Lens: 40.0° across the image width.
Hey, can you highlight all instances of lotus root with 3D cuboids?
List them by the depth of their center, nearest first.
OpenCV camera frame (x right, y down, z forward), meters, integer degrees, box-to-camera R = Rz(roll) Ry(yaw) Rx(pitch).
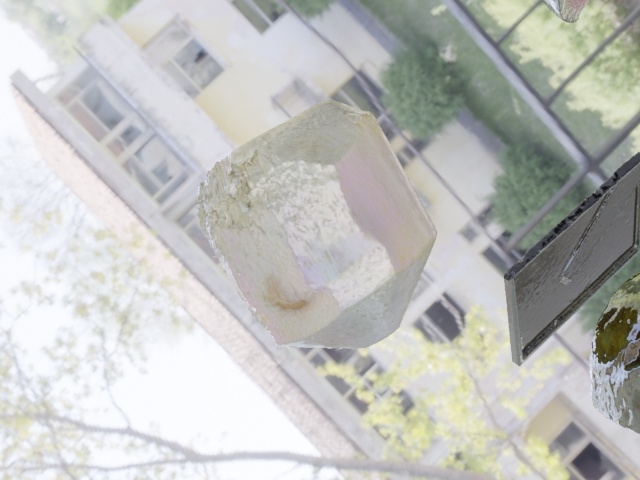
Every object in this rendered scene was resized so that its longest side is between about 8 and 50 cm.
[{"bbox_3d":[0.357,0.082,0.792,0.119,0.235,0.138,153,94,-86],"label":"lotus root"}]

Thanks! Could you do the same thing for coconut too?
[{"bbox_3d":[0.000,0.000,1.168,0.309,0.297,0.297,59,176,0],"label":"coconut"}]

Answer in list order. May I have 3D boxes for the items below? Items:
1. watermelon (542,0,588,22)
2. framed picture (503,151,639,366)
[{"bbox_3d":[0.273,-0.339,1.018,0.137,0.145,0.193,-3,113,47],"label":"watermelon"},{"bbox_3d":[0.336,0.025,1.141,0.018,0.265,0.192,37,156,37],"label":"framed picture"}]
